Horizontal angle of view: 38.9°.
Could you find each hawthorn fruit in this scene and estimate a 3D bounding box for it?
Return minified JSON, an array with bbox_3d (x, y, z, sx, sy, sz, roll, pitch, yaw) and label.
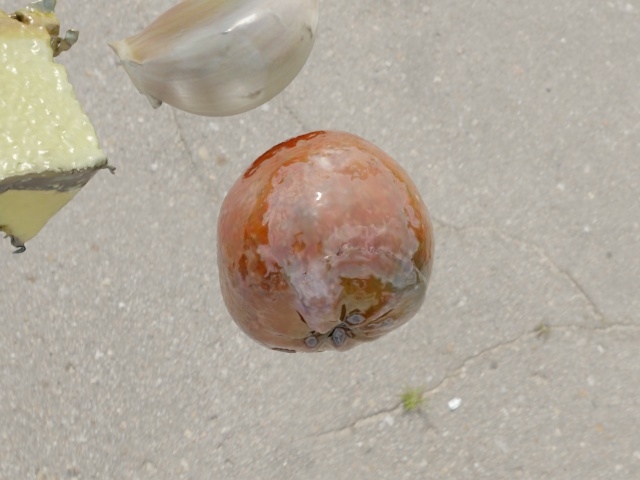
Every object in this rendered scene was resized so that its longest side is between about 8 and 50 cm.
[{"bbox_3d":[0.000,0.000,0.693,0.172,0.173,0.173,7,63,-13],"label":"hawthorn fruit"}]

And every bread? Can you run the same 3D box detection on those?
[{"bbox_3d":[-0.227,-0.075,0.576,0.152,0.127,0.147,-6,63,-53],"label":"bread"}]

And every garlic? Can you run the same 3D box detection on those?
[{"bbox_3d":[-0.067,-0.218,0.921,0.266,0.128,0.148,-32,88,-18],"label":"garlic"}]
